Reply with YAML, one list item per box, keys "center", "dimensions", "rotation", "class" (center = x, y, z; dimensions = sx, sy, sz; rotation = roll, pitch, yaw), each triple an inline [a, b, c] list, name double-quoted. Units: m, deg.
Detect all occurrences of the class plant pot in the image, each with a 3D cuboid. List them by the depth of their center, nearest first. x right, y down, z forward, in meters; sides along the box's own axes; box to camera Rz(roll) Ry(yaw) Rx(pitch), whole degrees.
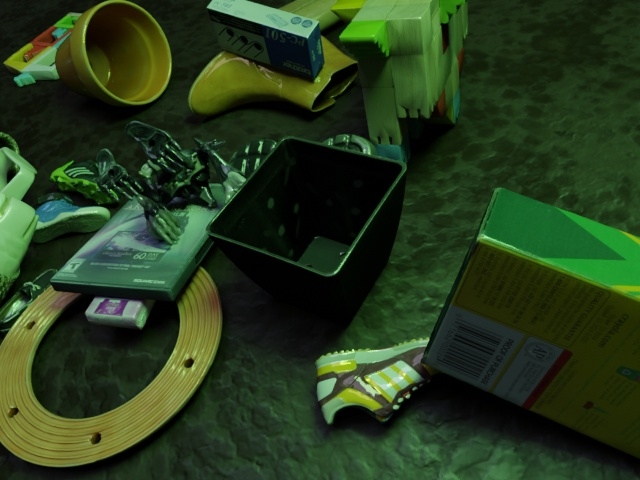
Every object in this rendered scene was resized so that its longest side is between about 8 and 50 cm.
- center: [0.000, 0.000, 0.738]
  dimensions: [0.188, 0.167, 0.187]
  rotation: [17, 57, 29]
  class: "plant pot"
- center: [-0.456, -0.383, 1.194]
  dimensions: [0.187, 0.205, 0.205]
  rotation: [4, 49, 38]
  class: "plant pot"

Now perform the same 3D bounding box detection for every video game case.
- center: [-0.251, -0.011, 0.870]
  dimensions: [0.195, 0.026, 0.274]
  rotation: [2, 37, 17]
  class: "video game case"

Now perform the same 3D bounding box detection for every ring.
- center: [-0.294, 0.148, 0.783]
  dimensions: [0.336, 0.032, 0.337]
  rotation: [-8, 49, 10]
  class: "ring"

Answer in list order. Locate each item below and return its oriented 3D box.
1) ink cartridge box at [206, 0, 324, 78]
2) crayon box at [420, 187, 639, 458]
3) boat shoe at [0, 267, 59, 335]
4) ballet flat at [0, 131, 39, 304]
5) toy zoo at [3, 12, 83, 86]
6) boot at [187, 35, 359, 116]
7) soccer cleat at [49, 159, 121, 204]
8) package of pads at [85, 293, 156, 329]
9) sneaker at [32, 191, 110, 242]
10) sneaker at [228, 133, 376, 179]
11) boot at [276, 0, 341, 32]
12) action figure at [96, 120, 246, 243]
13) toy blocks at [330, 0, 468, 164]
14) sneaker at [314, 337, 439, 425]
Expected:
- center: [-0.096, -0.366, 1.006]
  dimensions: [0.207, 0.097, 0.046]
  rotation: [23, 67, 17]
  class: "ink cartridge box"
- center: [0.274, 0.100, 0.517]
  dimensions: [0.318, 0.202, 0.081]
  rotation: [23, 48, 12]
  class: "crayon box"
- center: [-0.453, 0.088, 0.873]
  dimensions: [0.046, 0.038, 0.125]
  rotation: [17, 56, 28]
  class: "boat shoe"
- center: [-0.557, -0.052, 0.932]
  dimensions: [0.182, 0.164, 0.483]
  rotation: [-32, 45, -1]
  class: "ballet flat"
- center: [-0.677, -0.493, 1.449]
  dimensions: [0.192, 0.030, 0.293]
  rotation: [16, 55, 27]
  class: "toy zoo"
- center: [-0.088, -0.295, 1.068]
  dimensions: [0.295, 0.104, 0.211]
  rotation: [-39, 58, -11]
  class: "boot"
- center: [-0.420, -0.112, 1.026]
  dimensions: [0.178, 0.060, 0.072]
  rotation: [16, 54, 30]
  class: "soccer cleat"
- center: [-0.276, 0.095, 0.780]
  dimensions: [0.083, 0.032, 0.050]
  rotation: [2, 46, 16]
  class: "package of pads"
- center: [-0.436, -0.053, 0.978]
  dimensions: [0.152, 0.058, 0.085]
  rotation: [-15, 56, 11]
  class: "sneaker"
- center: [-0.027, -0.099, 0.882]
  dimensions: [0.267, 0.106, 0.101]
  rotation: [3, 76, 28]
  class: "sneaker"
- center: [0.016, -0.475, 1.211]
  dimensions: [0.269, 0.089, 0.236]
  rotation: [-31, 41, -10]
  class: "boot"
- center: [-0.202, -0.078, 0.812]
  dimensions: [0.164, 0.275, 0.141]
  rotation: [-37, 83, 7]
  class: "action figure"
- center: [0.158, -0.281, 0.895]
  dimensions: [0.190, 0.261, 0.381]
  rotation: [7, 45, 23]
  class: "toy blocks"
- center: [0.088, 0.165, 0.645]
  dimensions: [0.185, 0.070, 0.084]
  rotation: [-11, 64, 7]
  class: "sneaker"
